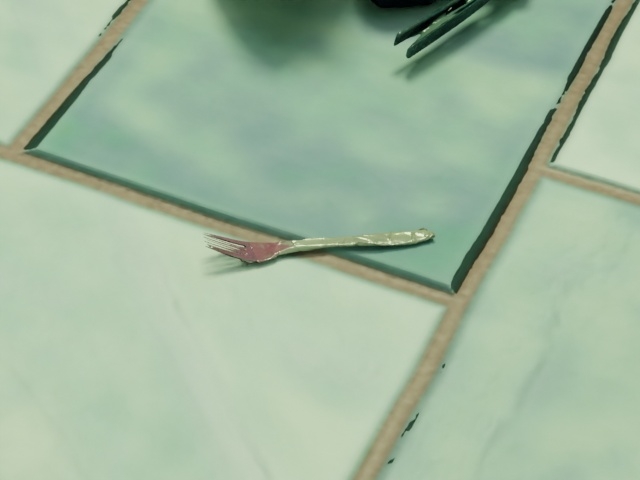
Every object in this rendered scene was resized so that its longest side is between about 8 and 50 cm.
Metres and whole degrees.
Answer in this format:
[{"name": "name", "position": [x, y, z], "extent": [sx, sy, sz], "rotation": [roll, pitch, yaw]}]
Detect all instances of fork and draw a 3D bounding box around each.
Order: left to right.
[{"name": "fork", "position": [0.000, 0.001, 0.963], "extent": [0.115, 0.012, 0.016], "rotation": [-3, 48, -13]}]

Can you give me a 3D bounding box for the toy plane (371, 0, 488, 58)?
[{"name": "toy plane", "position": [0.096, -0.187, 1.128], "extent": [0.096, 0.060, 0.235], "rotation": [38, 57, 21]}]
